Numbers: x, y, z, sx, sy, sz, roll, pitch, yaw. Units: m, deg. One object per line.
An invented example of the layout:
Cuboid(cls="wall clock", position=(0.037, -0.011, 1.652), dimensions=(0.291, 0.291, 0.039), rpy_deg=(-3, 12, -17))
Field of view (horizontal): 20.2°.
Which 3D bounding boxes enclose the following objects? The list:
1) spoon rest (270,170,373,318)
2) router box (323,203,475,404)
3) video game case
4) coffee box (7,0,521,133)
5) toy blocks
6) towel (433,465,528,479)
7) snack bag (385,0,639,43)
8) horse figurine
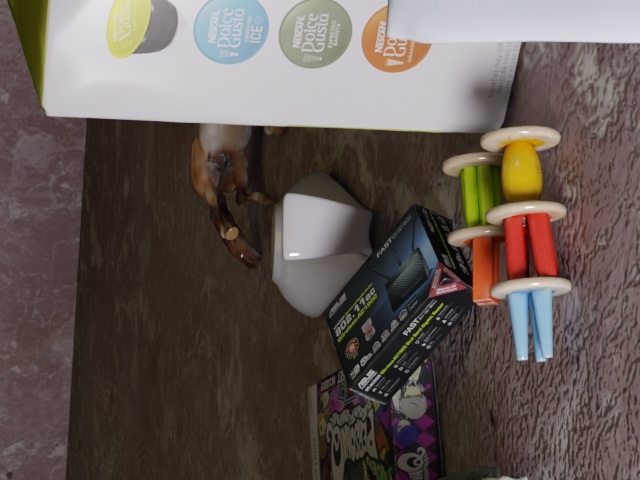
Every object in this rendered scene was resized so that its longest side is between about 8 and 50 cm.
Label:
Cuboid(cls="spoon rest", position=(0.000, 0.000, 1.596), dimensions=(0.276, 0.084, 0.137), rpy_deg=(136, 136, -86))
Cuboid(cls="router box", position=(0.059, 0.047, 1.341), dimensions=(0.122, 0.038, 0.092), rpy_deg=(-51, 33, 23))
Cuboid(cls="video game case", position=(0.043, 0.203, 1.459), dimensions=(0.232, 0.042, 0.210), rpy_deg=(142, 126, -69))
Cuboid(cls="coffee box", position=(-0.046, -0.295, 1.282), dimensions=(0.338, 0.334, 0.338), rpy_deg=(-119, 35, -60))
Cuboid(cls="toy blocks", position=(0.123, 0.010, 1.181), dimensions=(0.123, 0.054, 0.148), rpy_deg=(145, 125, -69))
Cuboid(cls="towel", position=(0.089, 0.322, 1.229), dimensions=(0.312, 0.056, 0.324), rpy_deg=(154, 113, -64))
Cuboid(cls="snack bag", position=(0.180, -0.238, 0.731), dimensions=(0.342, 0.037, 0.323), rpy_deg=(6, 95, 34))
Cuboid(cls="horse figurine", position=(-0.090, -0.107, 1.900), dimensions=(0.174, 0.066, 0.263), rpy_deg=(-132, 48, -59))
